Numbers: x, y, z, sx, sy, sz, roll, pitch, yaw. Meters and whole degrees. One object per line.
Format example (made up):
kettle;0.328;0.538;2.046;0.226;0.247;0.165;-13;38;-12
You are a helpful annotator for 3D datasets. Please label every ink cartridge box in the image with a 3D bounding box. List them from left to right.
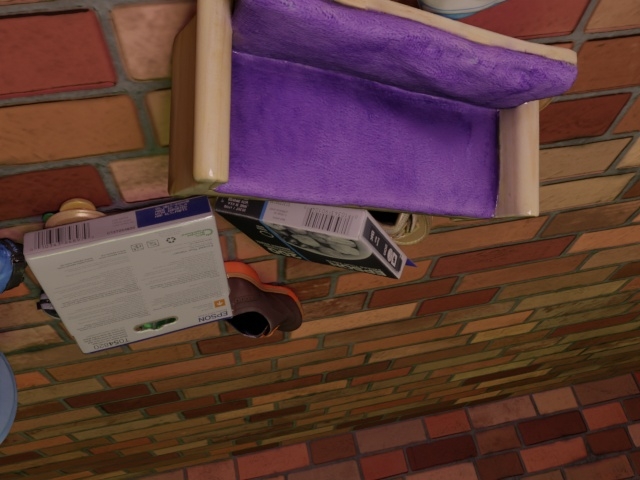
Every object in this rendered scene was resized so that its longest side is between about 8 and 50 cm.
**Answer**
ink cartridge box;-0.236;0.051;0.790;0.223;0.045;0.224;-13;141;-12
ink cartridge box;0.000;0.000;0.777;0.206;0.045;0.208;11;166;30

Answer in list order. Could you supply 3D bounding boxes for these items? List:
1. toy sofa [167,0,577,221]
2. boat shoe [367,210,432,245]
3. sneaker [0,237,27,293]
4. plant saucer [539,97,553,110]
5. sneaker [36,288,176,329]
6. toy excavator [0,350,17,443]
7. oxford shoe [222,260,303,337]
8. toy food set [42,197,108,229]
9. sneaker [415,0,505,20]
toy sofa;0.056;-0.104;0.542;0.362;0.150;0.177;4;176;-30
boat shoe;0.079;-0.044;0.781;0.109;0.098;0.302;-23;151;17
sneaker;-0.394;0.006;0.711;0.084;0.058;0.152;-27;139;-39
plant saucer;0.236;-0.171;0.707;0.083;0.015;0.083;-10;152;-5
sneaker;-0.305;0.093;0.908;0.223;0.083;0.098;12;162;-30
toy excavator;-0.528;0.151;0.742;0.445;0.222;0.433;-29;150;22
oxford shoe;-0.104;0.126;1.011;0.096;0.098;0.271;-24;151;18
toy food set;-0.297;-0.019;0.740;0.082;0.020;0.083;-24;151;19
sneaker;0.182;-0.252;0.478;0.237;0.085;0.086;-23;177;11
